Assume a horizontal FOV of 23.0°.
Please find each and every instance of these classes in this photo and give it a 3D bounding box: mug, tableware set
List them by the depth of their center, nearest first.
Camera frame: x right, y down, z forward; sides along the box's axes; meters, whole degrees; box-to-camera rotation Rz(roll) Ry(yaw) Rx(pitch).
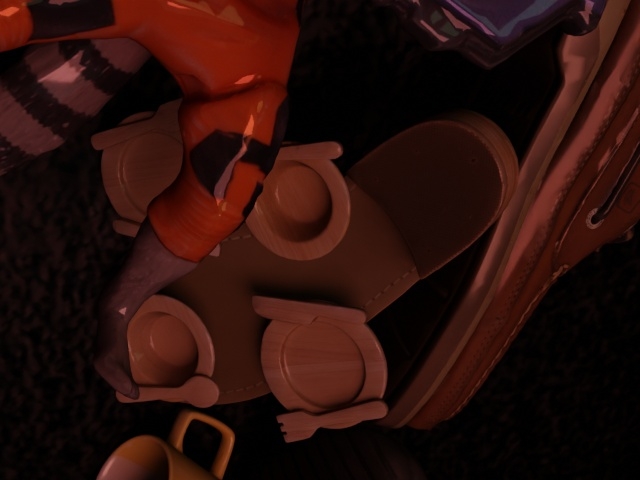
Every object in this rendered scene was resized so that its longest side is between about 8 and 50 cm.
[{"bbox_3d":[-0.040,0.016,0.733,0.141,0.020,0.169,2,108,26],"label":"tableware set"},{"bbox_3d":[-0.073,0.137,0.829,0.078,0.062,0.064,-45,130,16],"label":"mug"}]

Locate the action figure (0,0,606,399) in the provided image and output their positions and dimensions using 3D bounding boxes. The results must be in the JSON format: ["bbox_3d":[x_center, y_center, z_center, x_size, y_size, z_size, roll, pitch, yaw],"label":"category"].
[{"bbox_3d":[-0.076,-0.149,0.627,0.341,0.178,0.330,42,88,-19],"label":"action figure"}]

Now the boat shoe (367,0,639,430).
[{"bbox_3d":[0.117,-0.031,0.768,0.104,0.111,0.307,16,112,-24],"label":"boat shoe"}]

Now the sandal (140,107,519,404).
[{"bbox_3d":[0.003,0.006,0.767,0.240,0.079,0.088,-30,92,31],"label":"sandal"}]

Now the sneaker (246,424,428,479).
[{"bbox_3d":[0.012,0.227,0.877,0.146,0.122,0.330,3,129,-28],"label":"sneaker"}]
